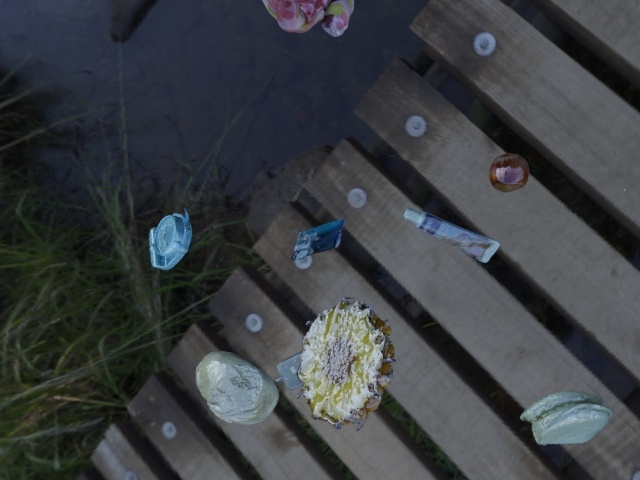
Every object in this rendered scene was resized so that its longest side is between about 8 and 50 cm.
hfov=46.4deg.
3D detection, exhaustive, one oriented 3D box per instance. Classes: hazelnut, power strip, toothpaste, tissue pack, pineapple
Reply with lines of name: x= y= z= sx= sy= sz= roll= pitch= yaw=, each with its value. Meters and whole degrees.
hazelnut: x=0.384 y=-0.138 z=1.526 sx=0.086 sy=0.086 sz=0.086 roll=2 pitch=94 yaw=22
power strip: x=-0.008 y=0.228 z=1.392 sx=0.253 sy=0.027 sz=0.060 roll=-33 pitch=87 yaw=45
toothpaste: x=0.271 y=-0.016 z=1.561 sx=0.216 sy=0.037 sz=0.062 roll=25 pitch=125 yaw=-10
tissue pack: x=0.000 y=0.000 z=1.617 sx=0.028 sy=0.138 sz=0.085 roll=40 pitch=132 yaw=30
pineapple: x=0.043 y=0.186 z=1.132 sx=0.221 sy=0.047 sz=0.221 roll=-26 pitch=55 yaw=43

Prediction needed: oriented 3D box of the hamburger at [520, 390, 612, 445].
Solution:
hamburger: x=0.352 y=0.243 z=1.037 sx=0.054 sy=0.121 sz=0.084 roll=-102 pitch=32 yaw=-46

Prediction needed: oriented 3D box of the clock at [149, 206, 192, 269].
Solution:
clock: x=-0.321 y=-0.011 z=1.637 sx=0.147 sy=0.045 sz=0.108 roll=-39 pitch=50 yaw=34

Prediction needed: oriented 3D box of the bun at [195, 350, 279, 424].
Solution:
bun: x=-0.217 y=0.367 z=1.827 sx=0.221 sy=0.220 sz=0.134 roll=20 pitch=60 yaw=20

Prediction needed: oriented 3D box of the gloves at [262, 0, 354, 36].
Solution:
gloves: x=-0.028 y=-0.343 z=1.016 sx=0.126 sy=0.241 sz=0.145 roll=-15 pitch=112 yaw=27
